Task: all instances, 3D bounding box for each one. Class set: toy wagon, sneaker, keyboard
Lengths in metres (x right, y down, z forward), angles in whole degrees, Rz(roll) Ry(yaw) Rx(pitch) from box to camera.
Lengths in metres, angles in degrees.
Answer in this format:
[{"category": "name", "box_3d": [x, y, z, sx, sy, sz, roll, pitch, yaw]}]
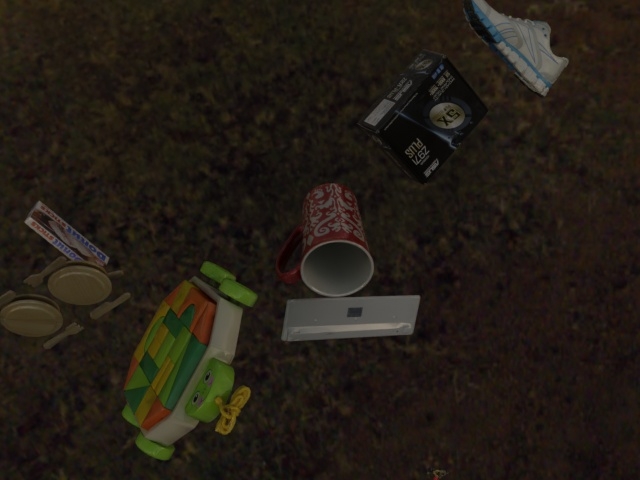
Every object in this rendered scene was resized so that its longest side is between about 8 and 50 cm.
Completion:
[{"category": "toy wagon", "box_3d": [-0.185, 0.174, 1.304, 0.267, 0.068, 0.344, -62, 23, -1]}, {"category": "sneaker", "box_3d": [0.291, -0.306, 1.361, 0.083, 0.190, 0.071, -45, 14, 6]}, {"category": "keyboard", "box_3d": [0.054, 0.128, 1.525, 0.256, 0.072, 0.014, 0, 13, -29]}]

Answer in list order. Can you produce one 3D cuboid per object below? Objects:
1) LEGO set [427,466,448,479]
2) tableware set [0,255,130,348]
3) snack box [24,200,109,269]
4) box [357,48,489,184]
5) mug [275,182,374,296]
[{"category": "LEGO set", "box_3d": [0.154, 0.312, 1.116, 0.023, 0.083, 0.054, -47, 8, -33]}, {"category": "tableware set", "box_3d": [-0.372, 0.077, 1.297, 0.194, 0.128, 0.039, -30, 44, 26]}, {"category": "snack box", "box_3d": [-0.489, 0.000, 1.779, 0.022, 0.178, 0.064, -38, 24, 21]}, {"category": "box", "box_3d": [0.180, -0.216, 1.606, 0.180, 0.147, 0.077, -48, 32, -3]}, {"category": "mug", "box_3d": [0.002, -0.008, 1.461, 0.150, 0.113, 0.169, -1, 38, -3]}]
